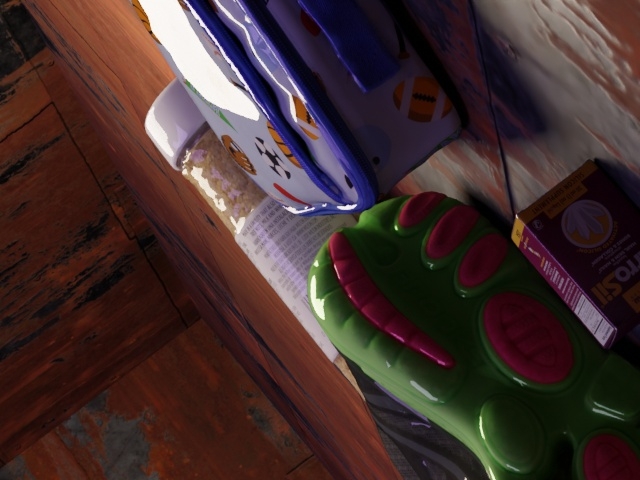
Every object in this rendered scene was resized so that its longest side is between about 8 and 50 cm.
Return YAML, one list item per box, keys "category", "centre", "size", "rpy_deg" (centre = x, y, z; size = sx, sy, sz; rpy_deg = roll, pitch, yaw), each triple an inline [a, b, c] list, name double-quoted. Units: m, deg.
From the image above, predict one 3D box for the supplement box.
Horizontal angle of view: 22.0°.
- category: "supplement box"
  centre: [0.150, 0.008, 0.891]
  size: [0.083, 0.055, 0.043]
  rpy_deg: [50, 170, 15]

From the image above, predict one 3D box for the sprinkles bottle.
- category: "sprinkles bottle"
  centre: [0.000, 0.000, 1.392]
  size: [0.355, 0.121, 0.121]
  rpy_deg: [51, 171, 11]

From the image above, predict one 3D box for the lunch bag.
- category: "lunch bag"
  centre: [-0.045, -0.158, 1.077]
  size: [0.303, 0.115, 0.243]
  rpy_deg: [54, 169, -10]

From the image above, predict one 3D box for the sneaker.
- category: "sneaker"
  centre: [0.163, 0.165, 1.096]
  size: [0.483, 0.185, 0.202]
  rpy_deg: [59, 179, 38]
